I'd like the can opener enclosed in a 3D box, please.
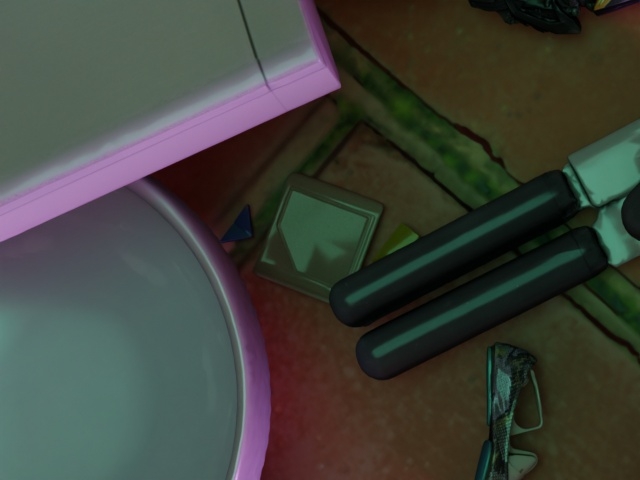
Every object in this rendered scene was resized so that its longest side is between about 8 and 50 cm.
[{"bbox_3d":[0.137,-0.008,1.085,0.283,0.095,0.076,-27,78,5],"label":"can opener"}]

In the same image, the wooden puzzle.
[{"bbox_3d":[0.000,0.000,1.168,0.116,0.014,0.078,28,89,16],"label":"wooden puzzle"}]

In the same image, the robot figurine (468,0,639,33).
[{"bbox_3d":[0.090,-0.237,1.124,0.291,0.085,0.211,4,87,16],"label":"robot figurine"}]

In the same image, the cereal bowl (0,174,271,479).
[{"bbox_3d":[-0.184,0.103,1.141,0.339,0.141,0.339,-2,82,17],"label":"cereal bowl"}]

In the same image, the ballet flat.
[{"bbox_3d":[0.116,0.121,1.112,0.041,0.041,0.114,6,88,16],"label":"ballet flat"}]

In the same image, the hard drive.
[{"bbox_3d":[-0.182,-0.116,1.080,0.353,0.047,0.233,-24,59,11],"label":"hard drive"}]
